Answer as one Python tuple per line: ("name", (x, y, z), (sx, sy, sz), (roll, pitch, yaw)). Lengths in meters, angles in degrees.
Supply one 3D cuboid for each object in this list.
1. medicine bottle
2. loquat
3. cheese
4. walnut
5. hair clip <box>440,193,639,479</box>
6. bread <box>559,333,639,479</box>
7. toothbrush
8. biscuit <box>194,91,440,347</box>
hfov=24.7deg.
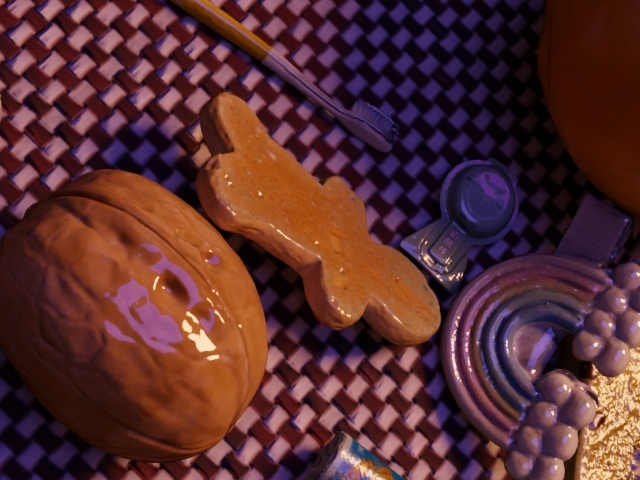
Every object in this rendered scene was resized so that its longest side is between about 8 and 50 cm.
("medicine bottle", (0.074, 0.212, 1.046), (0.191, 0.051, 0.051), (39, 64, -8))
("loquat", (0.330, -0.146, 1.114), (0.328, 0.328, 0.328), (7, 72, -20))
("cheese", (0.116, -0.019, 1.147), (0.067, 0.026, 0.120), (42, 64, -5))
("walnut", (-0.124, 0.050, 0.957), (0.165, 0.165, 0.197), (-38, 81, -27))
("hair clip", (0.171, 0.066, 1.110), (0.140, 0.054, 0.220), (31, 81, 16))
("bread", (0.220, 0.169, 1.119), (0.088, 0.049, 0.226), (15, 69, -17))
("toothbrush", (-0.059, -0.158, 1.123), (0.288, 0.021, 0.024), (34, 54, -10))
("biscuit", (0.000, 0.000, 1.053), (0.234, 0.030, 0.153), (38, 33, -27))
